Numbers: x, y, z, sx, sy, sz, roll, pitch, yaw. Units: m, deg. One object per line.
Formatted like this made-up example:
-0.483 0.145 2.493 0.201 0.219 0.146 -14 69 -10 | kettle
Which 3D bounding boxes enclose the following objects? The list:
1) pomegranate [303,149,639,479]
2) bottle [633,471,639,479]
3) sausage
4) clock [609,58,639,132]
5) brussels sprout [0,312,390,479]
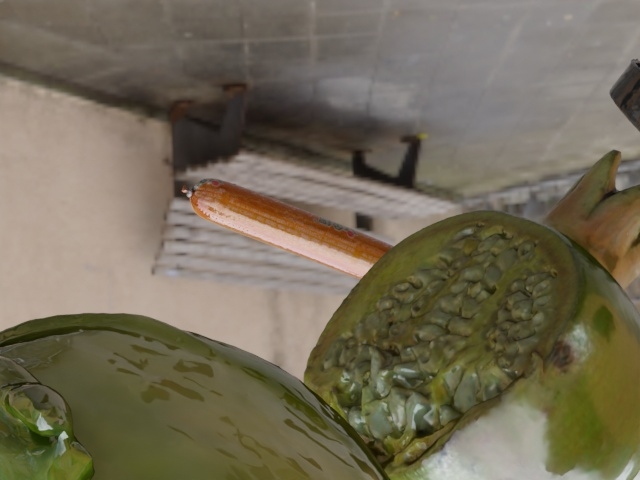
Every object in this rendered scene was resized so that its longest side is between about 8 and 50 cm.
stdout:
0.172 0.103 0.974 0.358 0.216 0.309 -41 -159 -13 | pomegranate
0.233 0.146 1.235 0.171 0.351 0.172 -13 130 -16 | bottle
0.000 0.000 1.372 0.347 0.053 0.053 22 163 -17 | sausage
0.487 -0.123 1.511 0.055 0.281 0.280 -48 151 20 | clock
-0.092 0.155 0.403 0.294 0.259 0.227 34 -163 -21 | brussels sprout
